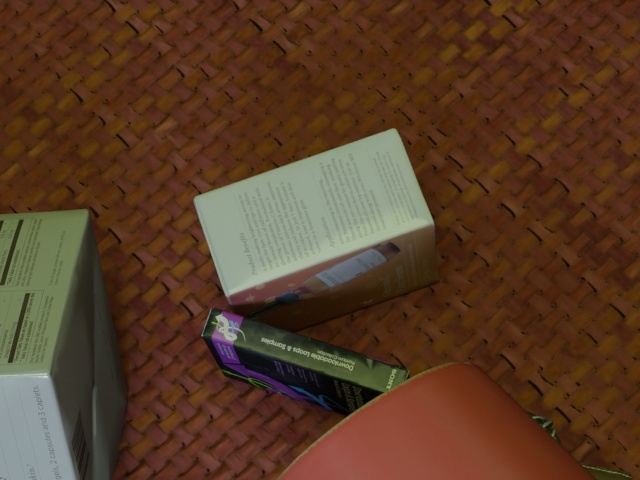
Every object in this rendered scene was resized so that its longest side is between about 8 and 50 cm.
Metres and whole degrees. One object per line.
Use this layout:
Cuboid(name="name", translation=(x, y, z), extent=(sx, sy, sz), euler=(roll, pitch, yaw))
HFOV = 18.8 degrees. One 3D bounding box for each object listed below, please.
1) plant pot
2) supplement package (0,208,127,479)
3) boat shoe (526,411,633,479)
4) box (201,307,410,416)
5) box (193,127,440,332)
Cuboid(name="plant pot", translation=(0.101, 0.235, 1.356), extent=(0.275, 0.275, 0.243), euler=(-33, 72, -7))
Cuboid(name="supplement package", translation=(-0.299, 0.117, 1.460), extent=(0.263, 0.199, 0.198), euler=(-3, 37, 5))
Cuboid(name="boat shoe", translation=(0.156, 0.167, 1.497), extent=(0.183, 0.066, 0.066), euler=(9, 68, 10))
Cuboid(name="box", translation=(-0.006, 0.104, 1.514), extent=(0.162, 0.116, 0.029), euler=(16, 72, 12))
Cuboid(name="box", translation=(0.000, 0.000, 1.547), extent=(0.170, 0.130, 0.091), euler=(-20, 68, -1))
